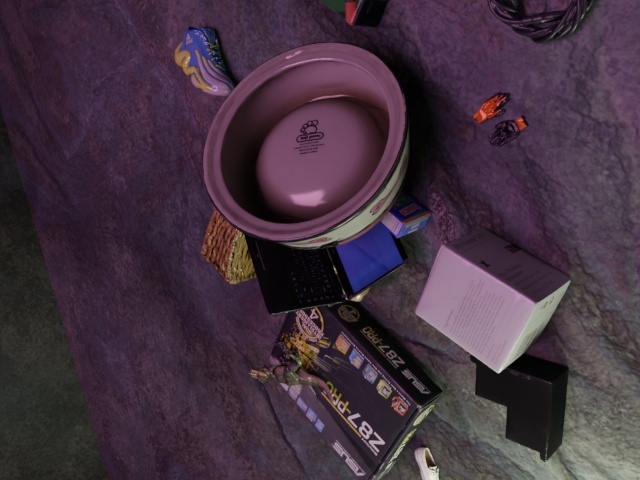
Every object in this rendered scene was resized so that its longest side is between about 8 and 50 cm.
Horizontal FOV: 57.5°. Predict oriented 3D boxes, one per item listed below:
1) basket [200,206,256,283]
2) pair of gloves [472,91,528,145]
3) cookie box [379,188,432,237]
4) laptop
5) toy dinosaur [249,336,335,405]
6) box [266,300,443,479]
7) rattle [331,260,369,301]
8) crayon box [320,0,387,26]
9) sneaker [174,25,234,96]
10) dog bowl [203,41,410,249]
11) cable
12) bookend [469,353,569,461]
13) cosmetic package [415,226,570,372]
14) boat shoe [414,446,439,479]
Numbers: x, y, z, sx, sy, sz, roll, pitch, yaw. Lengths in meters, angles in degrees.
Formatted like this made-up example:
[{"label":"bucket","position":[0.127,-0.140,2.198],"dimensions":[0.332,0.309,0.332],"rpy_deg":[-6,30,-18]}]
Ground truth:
[{"label":"basket","position":[-0.192,-0.076,1.393],"dimensions":[0.223,0.213,0.299],"rpy_deg":[45,129,24]},{"label":"pair of gloves","position":[0.310,-0.209,1.008],"dimensions":[0.074,0.010,0.083],"rpy_deg":[-39,77,42]},{"label":"cookie box","position":[0.150,-0.063,1.151],"dimensions":[0.107,0.091,0.040],"rpy_deg":[45,133,25]},{"label":"laptop","position":[0.000,0.000,1.180],"dimensions":[0.137,0.264,0.234],"rpy_deg":[114,142,-50]},{"label":"toy dinosaur","position":[-0.068,0.298,1.367],"dimensions":[0.268,0.064,0.118],"rpy_deg":[3,111,44]},{"label":"box","position":[0.057,0.318,1.352],"dimensions":[0.395,0.097,0.318],"rpy_deg":[45,132,27]},{"label":"rattle","position":[0.021,0.040,1.257],"dimensions":[0.199,0.130,0.143],"rpy_deg":[25,134,13]},{"label":"crayon box","position":[0.021,-0.584,1.129],"dimensions":[0.318,0.081,0.202],"rpy_deg":[46,130,26]},{"label":"sneaker","position":[-0.288,-0.459,1.461],"dimensions":[0.240,0.091,0.126],"rpy_deg":[41,127,29]},{"label":"dog bowl","position":[-0.013,-0.165,1.118],"dimensions":[0.407,0.150,0.409],"rpy_deg":[-9,66,21]},{"label":"cable","position":[0.329,-0.395,0.896],"dimensions":[0.184,0.047,0.151],"rpy_deg":[37,139,9]},{"label":"bookend","position":[0.357,0.291,1.066],"dimensions":[0.156,0.072,0.158],"rpy_deg":[12,111,43]},{"label":"cosmetic package","position":[0.295,0.096,1.013],"dimensions":[0.183,0.151,0.152],"rpy_deg":[35,124,30]},{"label":"boat shoe","position":[0.240,0.499,1.271],"dimensions":[0.035,0.035,0.100],"rpy_deg":[-32,73,47]}]
